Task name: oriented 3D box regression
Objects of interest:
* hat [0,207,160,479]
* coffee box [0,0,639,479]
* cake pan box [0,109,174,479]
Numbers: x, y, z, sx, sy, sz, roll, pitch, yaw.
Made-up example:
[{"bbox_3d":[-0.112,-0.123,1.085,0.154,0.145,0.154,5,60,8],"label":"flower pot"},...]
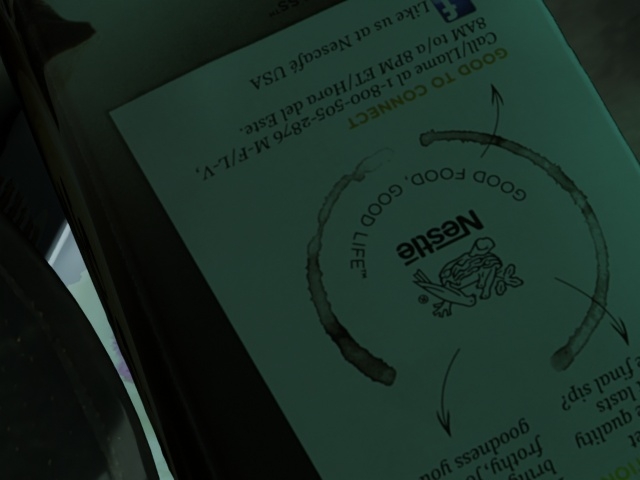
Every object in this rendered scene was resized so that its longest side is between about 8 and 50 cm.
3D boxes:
[{"bbox_3d":[-0.182,0.086,0.572,0.331,0.331,0.134,-35,-171,19],"label":"hat"},{"bbox_3d":[0.000,0.000,0.465,0.119,0.297,0.168,-21,153,-10],"label":"coffee box"},{"bbox_3d":[-0.064,0.087,0.725,0.245,0.070,0.267,14,120,-37],"label":"cake pan box"}]
